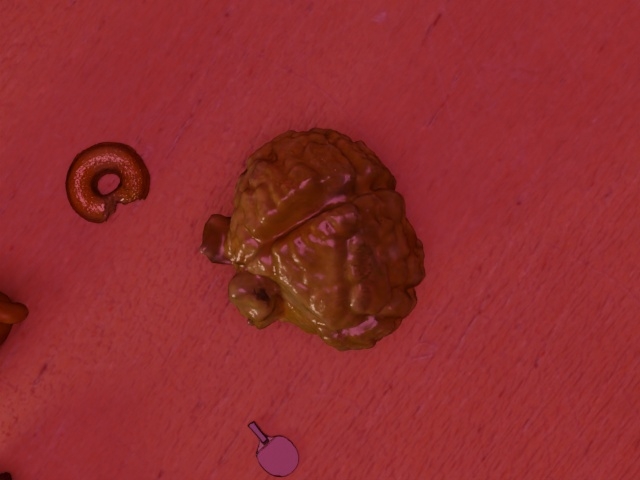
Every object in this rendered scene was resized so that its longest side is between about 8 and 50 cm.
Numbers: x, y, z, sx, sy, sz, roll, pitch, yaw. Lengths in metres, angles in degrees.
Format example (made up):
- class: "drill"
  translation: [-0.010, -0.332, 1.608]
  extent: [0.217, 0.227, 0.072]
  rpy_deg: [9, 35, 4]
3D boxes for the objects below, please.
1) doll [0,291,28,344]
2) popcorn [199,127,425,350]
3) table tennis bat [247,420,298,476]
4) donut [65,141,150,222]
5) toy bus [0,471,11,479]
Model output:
- class: "doll"
  translation: [-0.481, 0.147, 1.555]
  extent: [0.167, 0.162, 0.269]
  rpy_deg: [25, 102, -17]
- class: "popcorn"
  translation: [0.000, 0.000, 1.527]
  extent: [0.270, 0.224, 0.257]
  rpy_deg: [20, 99, -8]
- class: "table tennis bat"
  translation: [-0.063, 0.266, 1.639]
  extent: [0.050, 0.007, 0.083]
  rpy_deg: [-39, 94, 1]
- class: "donut"
  translation: [-0.271, -0.075, 1.606]
  extent: [0.108, 0.043, 0.097]
  rpy_deg: [-36, 93, -4]
- class: "toy bus"
  translation: [-0.400, 0.411, 1.594]
  extent: [0.074, 0.096, 0.234]
  rpy_deg: [-9, 92, -2]
